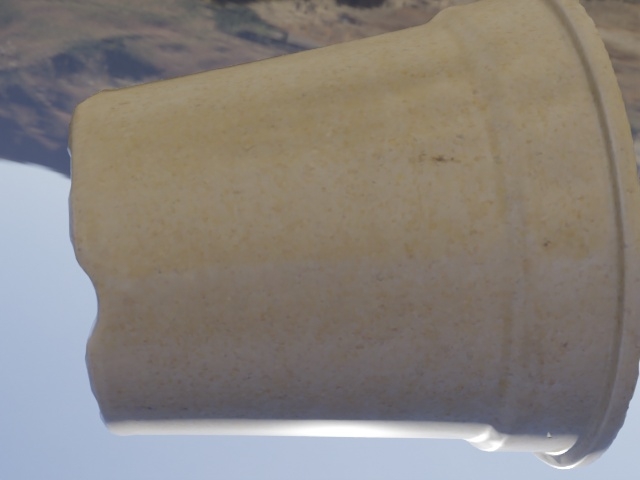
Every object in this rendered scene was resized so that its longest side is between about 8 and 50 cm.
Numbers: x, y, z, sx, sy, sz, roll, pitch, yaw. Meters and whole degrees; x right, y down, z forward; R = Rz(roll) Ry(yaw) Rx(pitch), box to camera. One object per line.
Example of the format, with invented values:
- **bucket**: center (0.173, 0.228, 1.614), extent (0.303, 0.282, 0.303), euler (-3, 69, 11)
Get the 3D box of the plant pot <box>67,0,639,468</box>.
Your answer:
- **plant pot**: center (0.000, 0.000, 0.663), extent (0.305, 0.334, 0.334), euler (-5, -172, -7)
